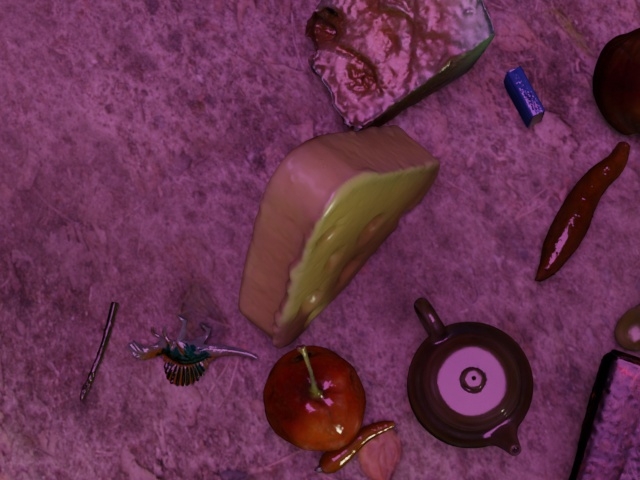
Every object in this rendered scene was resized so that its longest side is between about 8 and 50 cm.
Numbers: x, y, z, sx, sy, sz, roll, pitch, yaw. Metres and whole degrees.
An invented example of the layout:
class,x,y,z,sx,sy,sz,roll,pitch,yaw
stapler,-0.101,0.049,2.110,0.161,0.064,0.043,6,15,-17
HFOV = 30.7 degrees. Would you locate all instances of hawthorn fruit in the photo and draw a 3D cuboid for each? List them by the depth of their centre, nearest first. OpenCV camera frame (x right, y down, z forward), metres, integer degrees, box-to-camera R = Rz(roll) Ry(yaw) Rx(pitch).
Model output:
class,x,y,z,sx,sy,sz,roll,pitch,yaw
hawthorn fruit,-0.004,0.214,1.658,0.165,0.285,0.165,1,72,-4

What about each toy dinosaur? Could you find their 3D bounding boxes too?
class,x,y,z,sx,sy,sz,roll,pitch,yaw
toy dinosaur,-0.203,0.179,1.808,0.187,0.044,0.106,29,95,-3

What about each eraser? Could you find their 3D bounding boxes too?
class,x,y,z,sx,sy,sz,roll,pitch,yaw
eraser,0.321,-0.226,1.835,0.027,0.063,0.084,-26,78,-1

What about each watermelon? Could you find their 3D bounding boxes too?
class,x,y,z,sx,sy,sz,roll,pitch,yaw
watermelon,0.112,-0.343,1.849,0.302,0.151,0.264,-39,81,14

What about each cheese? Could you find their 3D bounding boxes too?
class,x,y,z,sx,sy,sz,roll,pitch,yaw
cheese,0.000,0.000,1.725,0.104,0.384,0.384,39,84,17

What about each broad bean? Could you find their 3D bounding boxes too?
class,x,y,z,sx,sy,sz,roll,pitch,yaw
broad bean,0.484,0.130,1.761,0.063,0.045,0.083,38,91,12

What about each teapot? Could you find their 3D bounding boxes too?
class,x,y,z,sx,sy,sz,roll,pitch,yaw
teapot,0.213,0.198,1.702,0.185,0.175,0.267,-32,78,-5

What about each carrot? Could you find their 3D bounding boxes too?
class,x,y,z,sx,sy,sz,roll,pitch,yaw
carrot,0.050,0.310,1.763,0.142,0.035,0.035,-34,78,-8

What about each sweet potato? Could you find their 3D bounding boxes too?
class,x,y,z,sx,sy,sz,roll,pitch,yaw
sweet potato,0.399,-0.048,1.799,0.057,0.057,0.264,30,80,10

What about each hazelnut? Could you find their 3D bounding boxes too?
class,x,y,z,sx,sy,sz,roll,pitch,yaw
hazelnut,0.518,-0.250,1.793,0.202,0.160,0.170,1,61,42

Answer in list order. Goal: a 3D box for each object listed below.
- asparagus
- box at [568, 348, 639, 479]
class,x,y,z,sx,sy,sz,roll,pitch,yaw
asparagus,-0.347,0.174,1.830,0.016,0.016,0.163,21,80,-18
box,0.569,0.338,1.642,0.415,0.116,0.264,16,93,12
